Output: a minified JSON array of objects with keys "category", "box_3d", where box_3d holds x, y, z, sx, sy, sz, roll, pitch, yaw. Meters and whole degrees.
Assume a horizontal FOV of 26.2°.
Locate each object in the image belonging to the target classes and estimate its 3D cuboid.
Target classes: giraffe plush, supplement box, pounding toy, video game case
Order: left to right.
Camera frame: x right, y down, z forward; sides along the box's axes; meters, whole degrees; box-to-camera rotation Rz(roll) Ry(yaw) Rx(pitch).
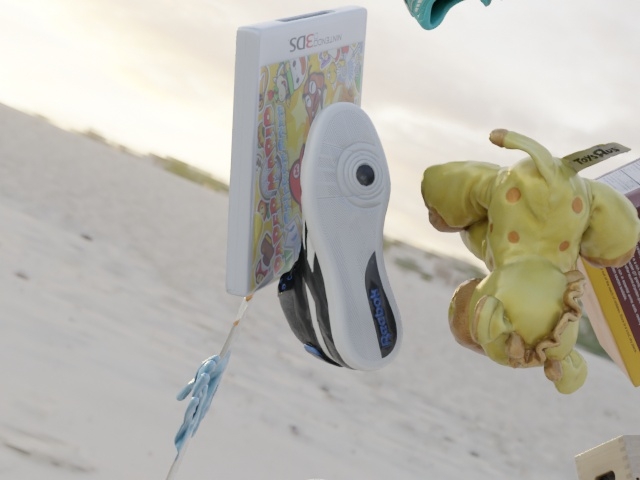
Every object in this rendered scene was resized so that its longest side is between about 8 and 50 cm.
[{"category":"video game case","box_3d":[-0.018,-0.084,1.205,0.026,0.227,0.206,12,19,25]},{"category":"giraffe plush","box_3d":[0.166,0.028,1.089,0.181,0.170,0.210,17,-19,-10]},{"category":"pounding toy","box_3d":[0.417,0.320,1.802,0.130,0.100,0.141,2,-24,-26]},{"category":"supplement box","box_3d":[0.374,0.018,1.478,0.129,0.194,0.191,-109,173,-72]}]

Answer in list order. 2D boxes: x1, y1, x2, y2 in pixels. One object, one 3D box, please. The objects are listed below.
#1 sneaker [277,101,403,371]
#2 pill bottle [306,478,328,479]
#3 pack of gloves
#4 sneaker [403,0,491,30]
[{"category":"sneaker","box_3d":[0.000,0.000,1.136,0.079,0.217,0.121,-6,0,-29]},{"category":"pill bottle","box_3d":[-0.006,0.430,1.990,0.087,0.160,0.087,1,34,-1]},{"category":"pack of gloves","box_3d":[-0.157,0.185,1.672,0.046,0.232,0.195,25,38,3]},{"category":"sneaker","box_3d":[0.233,-0.375,1.857,0.275,0.110,0.107,-26,-19,32]}]
